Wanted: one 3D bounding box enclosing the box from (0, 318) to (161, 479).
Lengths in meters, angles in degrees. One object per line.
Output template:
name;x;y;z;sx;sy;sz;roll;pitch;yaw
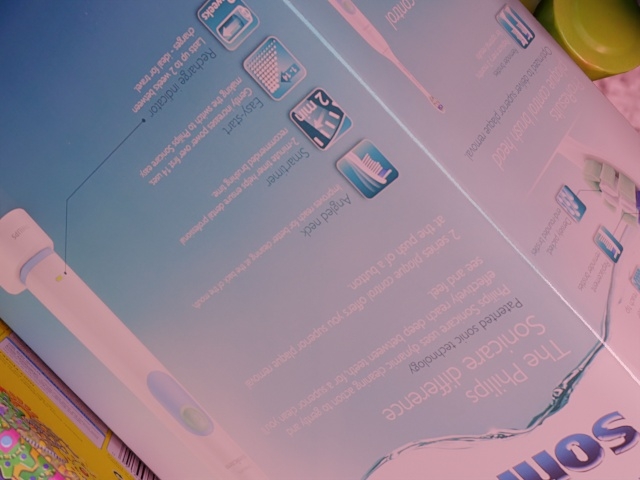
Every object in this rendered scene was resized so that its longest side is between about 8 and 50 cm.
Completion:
box;-0.212;0.151;0.544;0.279;0.177;0.290;-43;96;-1

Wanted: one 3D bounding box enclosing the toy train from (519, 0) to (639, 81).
toy train;0.090;-0.071;0.571;0.105;0.143;0.248;-32;95;-27

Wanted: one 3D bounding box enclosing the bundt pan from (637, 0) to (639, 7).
bundt pan;0.171;-0.200;0.459;0.124;0.331;0.331;3;93;18

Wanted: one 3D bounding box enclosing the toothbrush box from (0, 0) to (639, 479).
toothbrush box;0.000;0.000;0.526;0.295;0.126;0.216;46;130;-4
